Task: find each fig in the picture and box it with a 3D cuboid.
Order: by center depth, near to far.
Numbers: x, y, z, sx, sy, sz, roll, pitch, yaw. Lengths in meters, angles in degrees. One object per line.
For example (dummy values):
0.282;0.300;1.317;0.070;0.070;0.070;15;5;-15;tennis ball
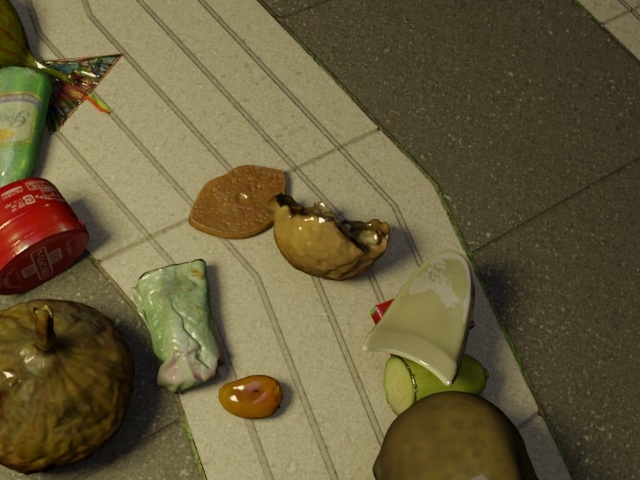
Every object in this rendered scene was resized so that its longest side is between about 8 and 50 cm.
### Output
-0.437;0.187;1.321;0.286;0.368;0.286;3;58;-5;fig
-0.596;-0.386;1.665;0.259;0.151;0.151;27;62;-27;fig

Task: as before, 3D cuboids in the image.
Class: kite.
-0.489;-0.315;1.709;0.183;0.014;0.241;36;63;3;kite

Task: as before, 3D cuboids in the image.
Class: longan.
0.232;0.428;1.424;0.288;0.288;0.350;-1;69;-14;longan

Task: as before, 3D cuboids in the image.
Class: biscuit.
-0.155;-0.074;1.675;0.221;0.029;0.142;-33;78;-25;biscuit

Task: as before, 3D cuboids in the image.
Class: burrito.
-0.246;0.151;1.529;0.144;0.089;0.229;-14;69;-16;burrito

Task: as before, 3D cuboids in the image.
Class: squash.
0.222;0.256;1.576;0.187;0.123;0.123;-7;69;-18;squash

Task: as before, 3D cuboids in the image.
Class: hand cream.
-0.512;-0.007;1.476;0.193;0.193;0.125;-31;75;-23;hand cream

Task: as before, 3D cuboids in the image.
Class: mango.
-0.123;0.276;1.517;0.114;0.060;0.080;8;82;-12;mango

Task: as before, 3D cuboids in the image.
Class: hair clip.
0.202;0.133;1.568;0.172;0.113;0.282;21;62;12;hair clip

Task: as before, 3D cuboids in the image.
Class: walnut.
0.003;0.002;1.598;0.238;0.204;0.141;17;96;2;walnut

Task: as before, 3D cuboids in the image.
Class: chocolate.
-0.570;-0.179;1.588;0.110;0.110;0.291;6;68;-11;chocolate

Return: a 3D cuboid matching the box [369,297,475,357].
0.198;0.151;1.652;0.175;0.048;0.112;-21;73;-20;box
